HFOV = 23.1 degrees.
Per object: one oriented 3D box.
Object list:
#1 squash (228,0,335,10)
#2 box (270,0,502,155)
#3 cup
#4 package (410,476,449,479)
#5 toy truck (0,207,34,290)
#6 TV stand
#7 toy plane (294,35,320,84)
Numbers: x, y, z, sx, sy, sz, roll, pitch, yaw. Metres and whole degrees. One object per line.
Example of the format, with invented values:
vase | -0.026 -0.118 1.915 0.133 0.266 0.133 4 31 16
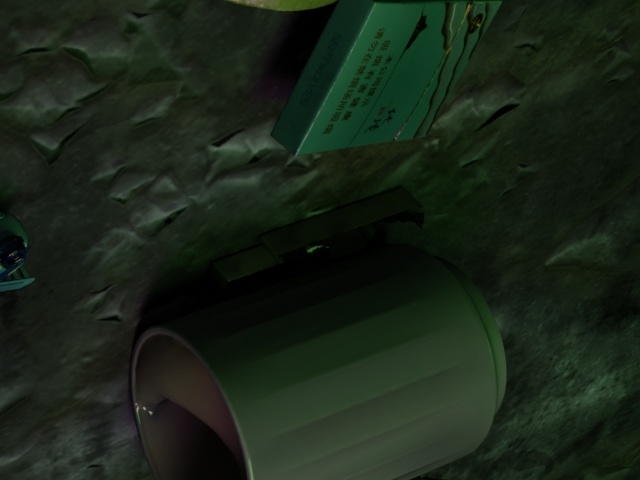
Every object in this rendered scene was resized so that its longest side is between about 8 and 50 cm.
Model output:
squash | -0.070 -0.220 1.134 0.220 0.220 0.133 -10 131 -38
box | 0.065 -0.161 1.444 0.229 0.041 0.162 -12 137 -55
cup | -0.013 0.165 1.619 0.326 0.237 0.323 -18 168 -32
package | 0.011 0.270 1.663 0.166 0.232 0.040 -26 115 -49
toy truck | -0.277 0.017 1.329 0.073 0.056 0.090 -32 158 -9
TV stand | 0.000 0.000 1.596 0.249 0.036 0.042 -19 140 -30
toy plane | 0.008 -0.173 1.425 0.083 0.031 0.078 -52 160 17
